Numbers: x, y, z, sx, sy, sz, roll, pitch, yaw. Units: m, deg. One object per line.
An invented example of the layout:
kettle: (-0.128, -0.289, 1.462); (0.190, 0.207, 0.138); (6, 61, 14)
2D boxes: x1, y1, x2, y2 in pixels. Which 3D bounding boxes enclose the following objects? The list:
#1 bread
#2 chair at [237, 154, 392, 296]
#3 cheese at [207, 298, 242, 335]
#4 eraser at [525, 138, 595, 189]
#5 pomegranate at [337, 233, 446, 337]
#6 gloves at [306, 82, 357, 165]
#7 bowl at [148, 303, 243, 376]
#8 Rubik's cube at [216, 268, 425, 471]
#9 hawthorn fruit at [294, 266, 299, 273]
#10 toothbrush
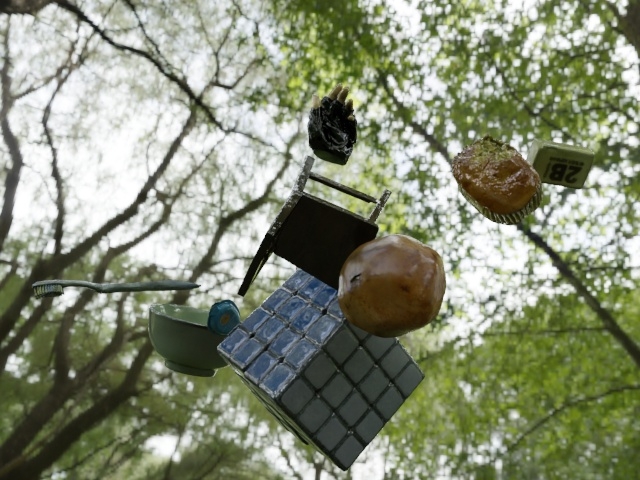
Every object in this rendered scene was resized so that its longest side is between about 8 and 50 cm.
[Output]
bread: (0.465, -0.160, 2.030); (0.179, 0.250, 0.133); (-44, -28, 5)
chair: (0.000, 0.000, 1.781); (0.240, 0.416, 0.203); (27, -59, -4)
cheese: (-0.252, 0.244, 2.206); (0.037, 0.106, 0.256); (30, -14, 35)
eraser: (0.664, -0.212, 2.153); (0.172, 0.058, 0.117); (9, -61, -9)
pomegranate: (0.156, 0.098, 1.676); (0.248, 0.248, 0.248); (5, -25, 2)
gloves: (0.037, -0.329, 2.117); (0.164, 0.203, 0.124); (21, -13, -22)
bowl: (-0.414, 0.342, 2.566); (0.353, 0.185, 0.354); (13, 1, 0)
Rubik's cube: (-0.002, 0.327, 2.014); (0.337, 0.344, 0.344); (23, -25, 55)
hawthorn fruit: (-0.046, 0.093, 2.521); (0.081, 0.093, 0.081); (-8, -42, -7)
toothbrush: (-0.472, 0.111, 1.833); (0.413, 0.042, 0.035); (0, -24, -35)
